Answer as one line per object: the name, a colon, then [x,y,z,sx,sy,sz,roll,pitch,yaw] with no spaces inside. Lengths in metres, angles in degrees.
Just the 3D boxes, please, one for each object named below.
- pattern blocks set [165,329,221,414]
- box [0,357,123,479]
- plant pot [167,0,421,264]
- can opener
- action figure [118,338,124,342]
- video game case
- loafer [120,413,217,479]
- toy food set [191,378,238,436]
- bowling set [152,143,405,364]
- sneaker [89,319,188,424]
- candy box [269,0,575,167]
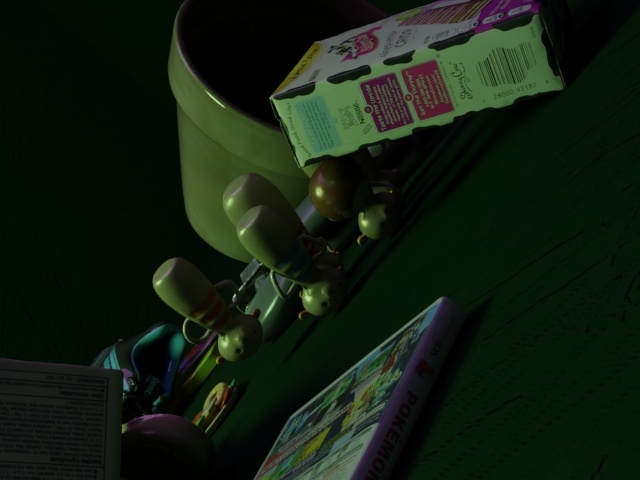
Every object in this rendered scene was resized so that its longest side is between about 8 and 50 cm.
pattern blocks set: [-0.193,0.191,1.713,0.325,0.026,0.285,-53,7,-22]
box: [-0.241,0.219,0.900,0.127,0.149,0.232,137,136,-57]
plant pot: [-0.052,-0.127,1.460,0.323,0.323,0.280,-58,-6,-48]
can opener: [0.012,-0.003,1.275,0.283,0.076,0.095,-49,39,16]
action figure: [-0.348,0.295,1.838,0.285,0.099,0.185,-59,6,-9]
video game case: [-0.004,0.141,0.695,0.201,0.023,0.183,-45,9,48]
loafer: [-0.166,0.210,1.077,0.268,0.102,0.092,-44,15,52]
toy food set: [-0.115,0.183,1.237,0.083,0.020,0.082,-54,7,-24]
bowling set: [0.000,0.000,1.084,0.287,0.154,0.200,-51,25,-14]
sneaker: [-0.277,0.236,1.530,0.140,0.125,0.341,-37,24,36]
candy box: [0.091,-0.151,0.987,0.233,0.071,0.159,-16,21,21]
